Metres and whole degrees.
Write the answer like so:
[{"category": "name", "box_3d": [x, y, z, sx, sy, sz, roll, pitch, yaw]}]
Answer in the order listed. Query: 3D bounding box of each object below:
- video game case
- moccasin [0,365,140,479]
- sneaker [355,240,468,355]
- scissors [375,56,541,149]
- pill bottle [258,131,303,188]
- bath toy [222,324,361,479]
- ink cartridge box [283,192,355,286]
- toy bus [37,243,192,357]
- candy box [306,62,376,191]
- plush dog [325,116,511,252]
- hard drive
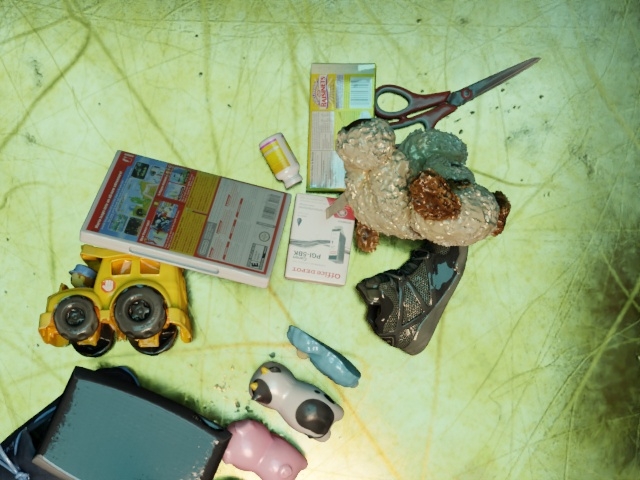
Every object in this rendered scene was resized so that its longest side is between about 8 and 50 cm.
[{"category": "video game case", "box_3d": [-0.199, -0.036, 1.796, 0.285, 0.025, 0.204, 15, 42, -1]}, {"category": "moccasin", "box_3d": [-0.423, 0.314, 1.783, 0.138, 0.117, 0.342, 40, 85, 1]}, {"category": "sneaker", "box_3d": [0.141, 0.053, 1.826, 0.130, 0.087, 0.227, 27, 90, -22]}, {"category": "scissors", "box_3d": [0.219, -0.218, 1.894, 0.297, 0.021, 0.109, -11, 85, -4]}, {"category": "pill bottle", "box_3d": [-0.060, -0.125, 1.862, 0.043, 0.043, 0.083, -28, 88, -4]}, {"category": "bath toy", "box_3d": [-0.085, 0.304, 1.794, 0.151, 0.129, 0.348, 27, 84, 34]}, {"category": "ink cartridge box", "box_3d": [0.000, 0.000, 1.850, 0.099, 0.056, 0.135, 8, 86, -3]}, {"category": "toy bus", "box_3d": [-0.310, 0.063, 1.800, 0.220, 0.149, 0.211, -4, 73, 0]}, {"category": "candy box", "box_3d": [0.034, -0.178, 1.871, 0.105, 0.027, 0.205, 2, 86, 10]}, {"category": "plush dog", "box_3d": [0.156, -0.058, 1.745, 0.225, 0.262, 0.210, 21, 101, 41]}, {"category": "hard drive", "box_3d": [-0.273, 0.301, 1.711, 0.255, 0.054, 0.172, 24, 82, -1]}]
